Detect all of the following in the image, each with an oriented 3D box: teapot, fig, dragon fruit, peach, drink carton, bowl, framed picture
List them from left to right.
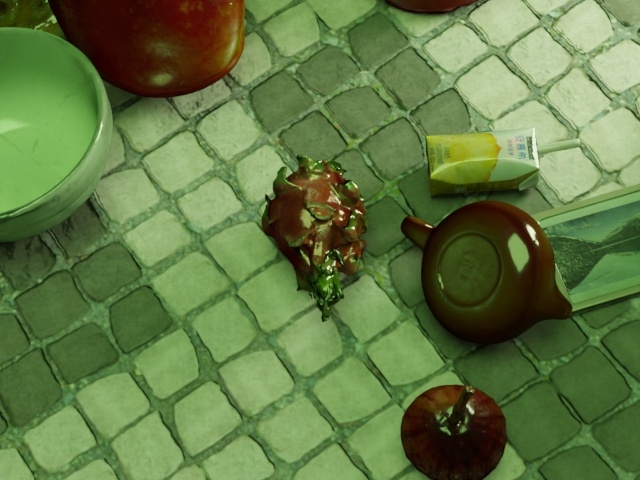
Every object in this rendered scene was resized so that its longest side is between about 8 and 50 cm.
[{"bbox_3d":[-0.421,-0.125,1.746,0.307,0.163,0.307,-3,64,5],"label":"bowl"},{"bbox_3d":[-0.237,-0.319,1.780,0.274,0.248,0.245,4,100,2],"label":"peach"},{"bbox_3d":[-0.002,0.001,1.661,0.135,0.137,0.236,-12,66,3],"label":"dragon fruit"},{"bbox_3d":[0.169,0.228,1.543,0.128,0.150,0.128,9,74,-31],"label":"fig"},{"bbox_3d":[0.205,0.034,1.641,0.252,0.135,0.178,33,101,37],"label":"teapot"},{"bbox_3d":[0.240,-0.108,1.722,0.200,0.074,0.084,-4,65,3],"label":"drink carton"},{"bbox_3d":[0.389,0.005,1.686,0.203,0.015,0.150,-16,63,-2],"label":"framed picture"}]

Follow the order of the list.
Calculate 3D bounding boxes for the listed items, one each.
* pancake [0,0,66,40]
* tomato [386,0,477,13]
[{"bbox_3d":[-0.524,-0.378,1.922,0.387,0.082,0.387,-2,65,5],"label":"pancake"},{"bbox_3d":[0.169,-0.509,1.854,0.289,0.176,0.335,-7,67,6],"label":"tomato"}]
